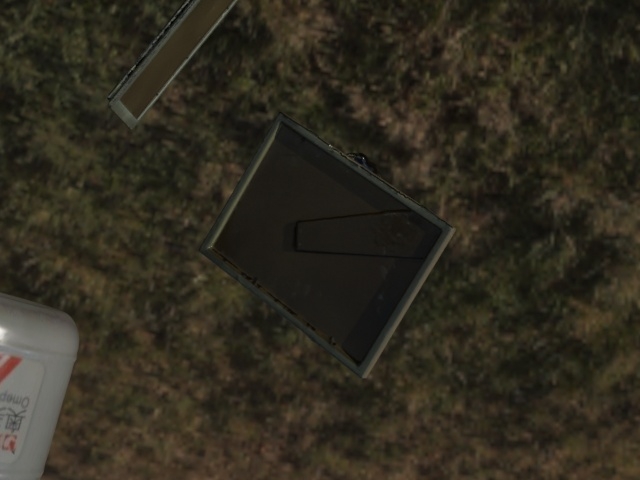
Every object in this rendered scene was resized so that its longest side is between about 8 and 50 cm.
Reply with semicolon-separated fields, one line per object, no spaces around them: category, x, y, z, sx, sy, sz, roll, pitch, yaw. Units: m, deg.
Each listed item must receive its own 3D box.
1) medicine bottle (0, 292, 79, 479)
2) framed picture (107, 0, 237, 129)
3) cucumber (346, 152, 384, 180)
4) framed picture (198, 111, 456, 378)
medicine bottle;-0.388;0.191;1.181;0.245;0.306;0.245;15;175;1
framed picture;-0.168;-0.257;1.503;0.017;0.274;0.217;38;175;0
cucumber;0.071;-0.099;1.816;0.043;0.039;0.163;-35;151;-6
framed picture;0.000;0.000;1.265;0.250;0.184;0.016;35;-170;28
